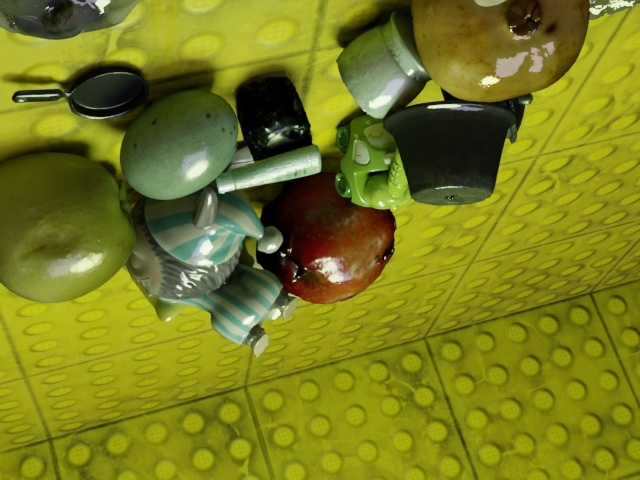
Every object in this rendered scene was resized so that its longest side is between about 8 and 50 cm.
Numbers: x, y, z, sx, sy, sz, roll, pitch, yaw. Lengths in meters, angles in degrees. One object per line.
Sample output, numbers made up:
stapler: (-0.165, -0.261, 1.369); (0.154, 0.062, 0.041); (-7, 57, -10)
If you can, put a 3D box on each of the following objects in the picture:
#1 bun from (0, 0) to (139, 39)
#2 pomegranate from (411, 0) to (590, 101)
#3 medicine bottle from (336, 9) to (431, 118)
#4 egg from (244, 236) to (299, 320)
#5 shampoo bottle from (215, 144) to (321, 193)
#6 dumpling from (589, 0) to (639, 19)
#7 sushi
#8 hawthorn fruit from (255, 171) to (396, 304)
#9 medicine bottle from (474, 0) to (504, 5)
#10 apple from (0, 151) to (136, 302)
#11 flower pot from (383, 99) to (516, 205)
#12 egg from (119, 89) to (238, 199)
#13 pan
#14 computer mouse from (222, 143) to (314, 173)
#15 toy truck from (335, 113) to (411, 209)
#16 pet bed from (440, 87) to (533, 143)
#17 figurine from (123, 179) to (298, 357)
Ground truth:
bun: (-0.336, -0.352, 1.356); (0.272, 0.168, 0.273); (-9, 157, -4)
pomegranate: (0.291, -0.356, 1.742); (0.307, 0.307, 0.307); (-16, 158, -7)
medicine bottle: (0.123, -0.305, 1.872); (0.143, 0.147, 0.147); (-33, 155, 27)
egg: (-0.117, 0.051, 2.522); (0.206, 0.162, 0.271); (-40, -163, 7)
shampoo bottle: (-0.094, -0.125, 1.930); (0.190, 0.041, 0.069); (-14, 155, -9)
dumpling: (0.534, -0.492, 1.849); (0.166, 0.086, 0.332); (17, 154, -1)
sushi: (-0.082, -0.200, 1.984); (0.124, 0.127, 0.225); (-17, 161, -3)
hawthorn fruit: (0.003, -0.010, 2.320); (0.316, 0.316, 0.316); (-16, 158, -7)
medicine bottle: (0.197, -0.438, 1.468); (0.114, 0.252, 0.114); (-16, 158, -6)
apple: (-0.472, -0.010, 1.971); (0.257, 0.233, 0.295); (-17, 159, 2)
flower pot: (0.227, -0.144, 1.886); (0.235, 0.148, 0.235); (0, 168, 0)
egg: (-0.244, -0.166, 1.870); (0.236, 0.169, 0.169); (-27, 157, 26)
pan: (-0.391, -0.242, 1.758); (0.235, 0.028, 0.136); (-5, 154, -39)
computer mouse: (-0.106, -0.164, 2.160); (0.199, 0.045, 0.102); (-13, 159, -17)
toy truck: (0.127, -0.142, 2.156); (0.148, 0.210, 0.187); (-10, 126, -28)
pet bed: (0.312, -0.287, 2.023); (0.159, 0.183, 0.211); (-16, 158, 4)
figurine: (-0.215, 0.019, 2.072); (0.266, 0.361, 0.378); (-52, 171, -19)
